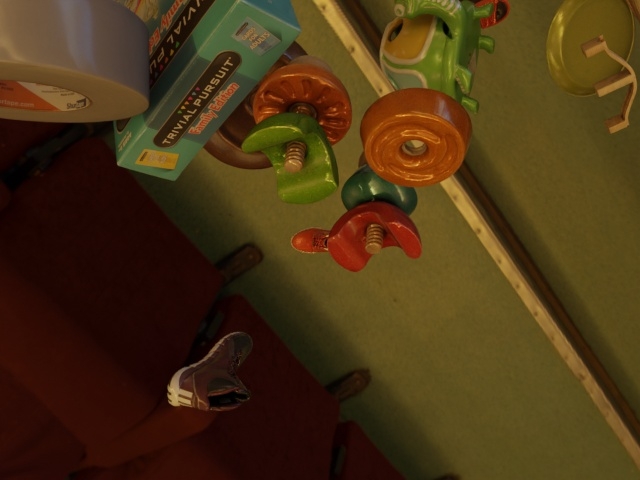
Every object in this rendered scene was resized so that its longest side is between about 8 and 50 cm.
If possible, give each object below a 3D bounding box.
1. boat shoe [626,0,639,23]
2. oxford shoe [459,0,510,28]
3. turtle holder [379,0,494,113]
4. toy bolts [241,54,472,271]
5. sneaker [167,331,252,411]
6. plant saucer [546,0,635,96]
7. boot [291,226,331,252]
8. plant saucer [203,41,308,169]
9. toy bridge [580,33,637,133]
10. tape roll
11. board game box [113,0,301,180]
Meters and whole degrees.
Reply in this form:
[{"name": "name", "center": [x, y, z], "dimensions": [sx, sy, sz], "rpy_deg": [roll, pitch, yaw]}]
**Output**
[{"name": "boat shoe", "center": [0.649, -0.578, 1.243], "dimensions": [0.121, 0.110, 0.341], "rpy_deg": [-18, 92, -7]}, {"name": "oxford shoe", "center": [0.381, -0.621, 1.688], "dimensions": [0.271, 0.098, 0.097], "rpy_deg": [-13, 135, 11]}, {"name": "turtle holder", "center": [0.249, -0.422, 1.362], "dimensions": [0.227, 0.320, 0.243], "rpy_deg": [14, 103, 22]}, {"name": "toy bolts", "center": [0.060, -0.099, 0.638], "dimensions": [0.218, 0.159, 0.228], "rpy_deg": [-10, 137, 23]}, {"name": "sneaker", "center": [-0.206, 0.319, 1.411], "dimensions": [0.162, 0.281, 0.107], "rpy_deg": [13, 118, 28]}, {"name": "plant saucer", "center": [0.609, -0.446, 1.360], "dimensions": [0.037, 0.241, 0.241], "rpy_deg": [-6, 120, -24]}, {"name": "boot", "center": [0.000, 0.000, 1.340], "dimensions": [0.157, 0.084, 0.059], "rpy_deg": [-2, 93, 20]}, {"name": "plant saucer", "center": [-0.087, -0.193, 0.837], "dimensions": [0.198, 0.036, 0.199], "rpy_deg": [-6, 108, -18]}, {"name": "toy bridge", "center": [0.495, -0.268, 1.022], "dimensions": [0.063, 0.026, 0.188], "rpy_deg": [-23, 128, 20]}, {"name": "tape roll", "center": [-0.268, -0.164, 0.550], "dimensions": [0.219, 0.219, 0.072], "rpy_deg": [0, 88, 4]}, {"name": "board game box", "center": [-0.163, -0.282, 0.713], "dimensions": [0.079, 0.336, 0.254], "rpy_deg": [13, 139, -40]}]
